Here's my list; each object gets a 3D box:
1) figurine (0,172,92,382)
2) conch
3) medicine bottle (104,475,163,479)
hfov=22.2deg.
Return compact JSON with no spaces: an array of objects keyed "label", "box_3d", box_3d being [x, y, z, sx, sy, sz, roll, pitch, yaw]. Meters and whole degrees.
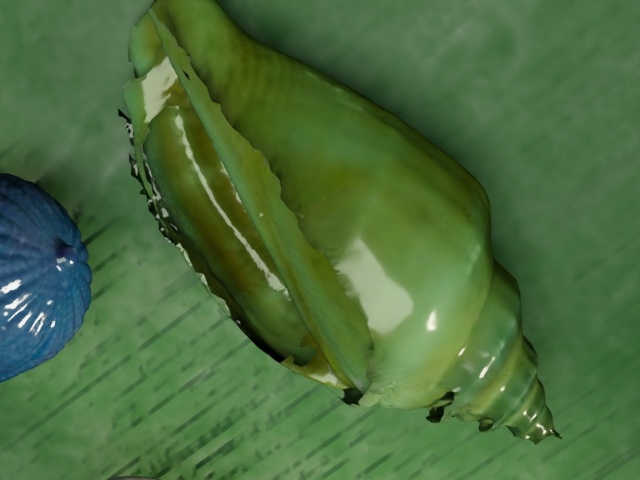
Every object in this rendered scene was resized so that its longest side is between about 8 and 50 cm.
[{"label":"figurine","box_3d":[-0.149,0.031,0.566,0.149,0.087,0.086,-42,137,16]},{"label":"conch","box_3d":[0.004,-0.001,0.542,0.201,0.079,0.095,41,121,10]},{"label":"medicine bottle","box_3d":[-0.092,0.189,0.584,0.122,0.122,0.212,25,108,-3]}]
